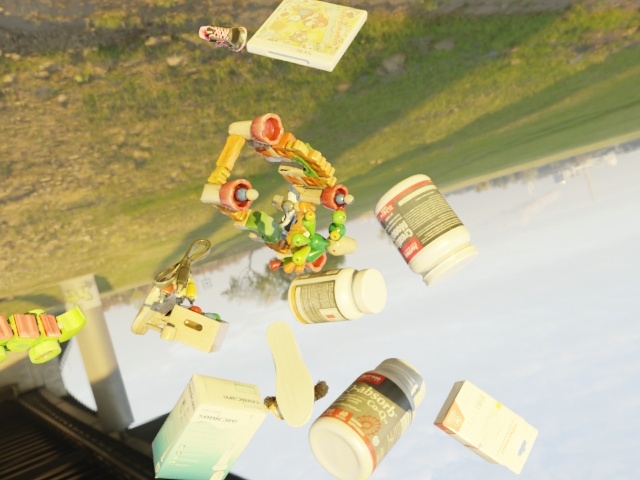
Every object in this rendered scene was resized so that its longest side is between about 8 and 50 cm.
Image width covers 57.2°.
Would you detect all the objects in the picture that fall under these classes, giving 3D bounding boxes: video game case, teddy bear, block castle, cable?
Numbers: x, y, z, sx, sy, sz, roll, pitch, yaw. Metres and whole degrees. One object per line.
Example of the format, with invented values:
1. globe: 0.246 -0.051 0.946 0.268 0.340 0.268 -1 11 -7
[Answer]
1. video game case: -0.027 -0.480 1.345 0.206 0.026 0.227 18 -127 15
2. teddy bear: -0.096 0.581 2.193 0.245 0.113 0.338 -28 170 15
3. block castle: -0.103 -0.134 1.729 0.212 0.303 0.453 6 156 39
4. cable: -0.439 0.097 1.880 0.139 0.072 0.287 10 -142 -2

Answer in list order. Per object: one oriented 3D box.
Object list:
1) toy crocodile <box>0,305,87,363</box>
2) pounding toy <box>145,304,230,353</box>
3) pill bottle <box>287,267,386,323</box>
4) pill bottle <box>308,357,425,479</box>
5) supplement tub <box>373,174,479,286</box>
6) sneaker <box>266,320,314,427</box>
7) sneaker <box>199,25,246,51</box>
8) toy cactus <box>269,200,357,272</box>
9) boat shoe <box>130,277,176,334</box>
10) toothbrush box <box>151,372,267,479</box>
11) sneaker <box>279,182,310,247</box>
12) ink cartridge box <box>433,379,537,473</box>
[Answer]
1. toy crocodile: -0.677 0.205 1.300 0.105 0.115 0.340 -39 159 22
2. pounding toy: -0.340 0.207 1.477 0.180 0.094 0.206 21 173 6
3. pill bottle: 0.049 0.167 1.783 0.278 0.162 0.162 -10 -176 37
4. pill bottle: 0.148 0.511 1.720 0.210 0.210 0.362 -15 -167 43
5. supplement tub: 0.290 -0.028 1.630 0.191 0.272 0.191 -29 162 -10
6. sneaker: -0.074 0.388 1.657 0.107 0.293 0.169 -14 152 0
7. sneaker: -0.191 -0.397 1.138 0.119 0.047 0.057 19 -168 42
8. toy cactus: 0.000 0.000 1.284 0.180 0.112 0.219 7 133 -42
9. boat shoe: -0.563 0.250 2.026 0.341 0.110 0.122 -49 -167 48
10. toothbrush box: -0.324 0.547 1.697 0.216 0.296 0.126 19 -156 -32
11. sneaker: -0.104 -0.085 2.053 0.094 0.235 0.153 -14 -179 -42
12. ink cartridge box: 0.367 0.415 1.304 0.115 0.198 0.067 -54 178 -21
